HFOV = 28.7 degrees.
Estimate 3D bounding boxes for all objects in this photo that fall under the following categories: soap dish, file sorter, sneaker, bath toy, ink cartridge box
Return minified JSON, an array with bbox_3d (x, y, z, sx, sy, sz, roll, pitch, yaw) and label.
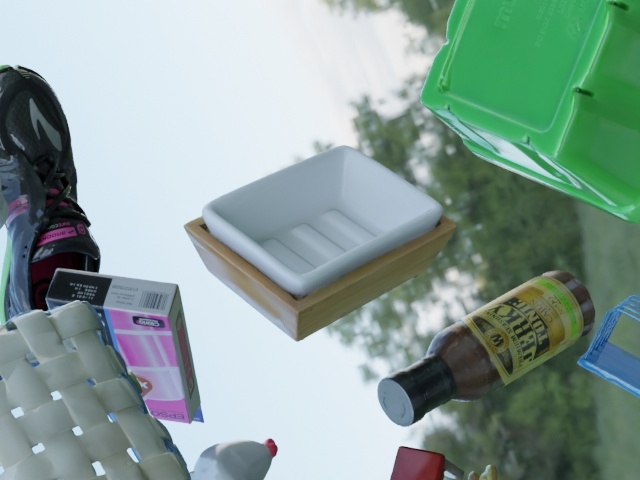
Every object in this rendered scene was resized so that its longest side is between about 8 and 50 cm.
[{"bbox_3d":[0.000,0.000,1.660,0.229,0.291,0.118,35,137,34],"label":"soap dish"},{"bbox_3d":[0.479,0.156,1.878,0.118,0.104,0.170,29,-164,19],"label":"file sorter"},{"bbox_3d":[-0.428,-0.043,1.980,0.202,0.185,0.482,5,109,50],"label":"sneaker"},{"bbox_3d":[-0.080,0.414,1.779,0.151,0.129,0.348,18,136,47],"label":"bath toy"},{"bbox_3d":[-0.276,0.181,1.826,0.371,0.176,0.069,87,-167,-53],"label":"ink cartridge box"}]

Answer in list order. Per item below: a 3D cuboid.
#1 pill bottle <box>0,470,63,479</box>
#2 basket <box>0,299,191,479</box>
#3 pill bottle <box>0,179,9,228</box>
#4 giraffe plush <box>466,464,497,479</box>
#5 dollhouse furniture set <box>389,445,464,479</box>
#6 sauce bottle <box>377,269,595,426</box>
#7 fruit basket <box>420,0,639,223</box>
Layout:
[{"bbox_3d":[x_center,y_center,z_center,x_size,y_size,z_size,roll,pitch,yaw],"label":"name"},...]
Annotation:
[{"bbox_3d":[-0.337,0.315,1.494,0.180,0.108,0.108,-23,88,60],"label":"pill bottle"},{"bbox_3d":[-0.222,0.208,0.986,0.201,0.289,0.254,-17,-116,-39],"label":"basket"},{"bbox_3d":[-0.484,-0.080,1.638,0.186,0.112,0.112,71,-177,-57],"label":"pill bottle"},{"bbox_3d":[0.226,0.398,1.639,0.210,0.181,0.170,36,-146,-39],"label":"giraffe plush"},{"bbox_3d":[0.129,0.436,1.470,0.152,0.201,0.374,44,-122,-57],"label":"dollhouse furniture set"},{"bbox_3d":[0.225,0.148,1.680,0.111,0.344,0.111,32,136,38],"label":"sauce bottle"},{"bbox_3d":[0.321,-0.212,1.239,0.283,0.392,0.392,28,161,37],"label":"fruit basket"}]
